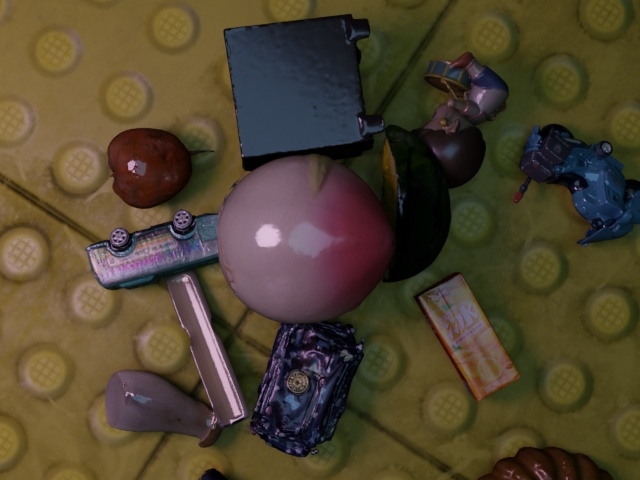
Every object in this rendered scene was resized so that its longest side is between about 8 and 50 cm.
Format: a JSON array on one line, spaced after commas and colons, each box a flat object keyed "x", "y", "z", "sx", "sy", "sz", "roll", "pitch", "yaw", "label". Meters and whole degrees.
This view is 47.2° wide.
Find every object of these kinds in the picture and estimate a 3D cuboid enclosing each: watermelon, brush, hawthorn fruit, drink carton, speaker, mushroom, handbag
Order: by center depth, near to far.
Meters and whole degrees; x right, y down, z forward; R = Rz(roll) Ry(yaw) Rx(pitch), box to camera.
[{"x": 0.151, "y": -0.045, "z": 1.296, "sx": 0.123, "sy": 0.129, "sz": 0.301, "roll": -12, "pitch": 118, "yaw": -27, "label": "watermelon"}, {"x": -0.032, "y": -0.262, "z": 1.313, "sx": 0.254, "sy": 0.184, "sz": 0.232, "roll": -9, "pitch": 89, "yaw": -4, "label": "speaker"}, {"x": -0.299, "y": -0.145, "z": 1.327, "sx": 0.189, "sy": 0.149, "sz": 0.149, "roll": -35, "pitch": 90, "yaw": 0, "label": "hawthorn fruit"}, {"x": -0.026, "y": 0.261, "z": 1.338, "sx": 0.162, "sy": 0.113, "sz": 0.260, "roll": 22, "pitch": 82, "yaw": -5, "label": "handbag"}, {"x": -0.286, "y": 0.305, "z": 1.350, "sx": 0.225, "sy": 0.093, "sz": 0.116, "roll": 12, "pitch": 103, "yaw": -10, "label": "mushroom"}, {"x": -0.211, "y": 0.187, "z": 1.354, "sx": 0.060, "sy": 0.050, "sz": 0.321, "roll": -23, "pitch": 75, "yaw": -3, "label": "brush"}, {"x": 0.271, "y": 0.176, "z": 1.363, "sx": 0.096, "sy": 0.071, "sz": 0.223, "roll": -30, "pitch": 88, "yaw": -1, "label": "drink carton"}]

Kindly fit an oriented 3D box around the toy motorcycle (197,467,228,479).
[{"x": -0.261, "y": 0.541, "z": 1.312, "sx": 0.401, "sy": 0.134, "sz": 0.207, "roll": -16, "pitch": 89, "yaw": -8, "label": "toy motorcycle"}]

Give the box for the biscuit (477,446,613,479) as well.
[{"x": 0.424, "y": 0.545, "z": 1.346, "sx": 0.326, "sy": 0.107, "sz": 0.325, "roll": 0, "pitch": 85, "yaw": 0, "label": "biscuit"}]

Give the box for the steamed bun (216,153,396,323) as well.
[{"x": 0.000, "y": 0.000, "z": 1.229, "sx": 0.309, "sy": 0.309, "sz": 0.309, "roll": 0, "pitch": 89, "yaw": -1, "label": "steamed bun"}]

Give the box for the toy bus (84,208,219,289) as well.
[{"x": -0.290, "y": 0.017, "z": 1.343, "sx": 0.262, "sy": 0.091, "sz": 0.109, "roll": -16, "pitch": 80, "yaw": 0, "label": "toy bus"}]

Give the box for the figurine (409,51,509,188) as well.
[{"x": 0.231, "y": -0.195, "z": 1.336, "sx": 0.158, "sy": 0.161, "sz": 0.275, "roll": 21, "pitch": 87, "yaw": 23, "label": "figurine"}]

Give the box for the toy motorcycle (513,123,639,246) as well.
[{"x": 0.483, "y": -0.096, "z": 1.354, "sx": 0.272, "sy": 0.123, "sz": 0.182, "roll": 36, "pitch": 67, "yaw": -2, "label": "toy motorcycle"}]
